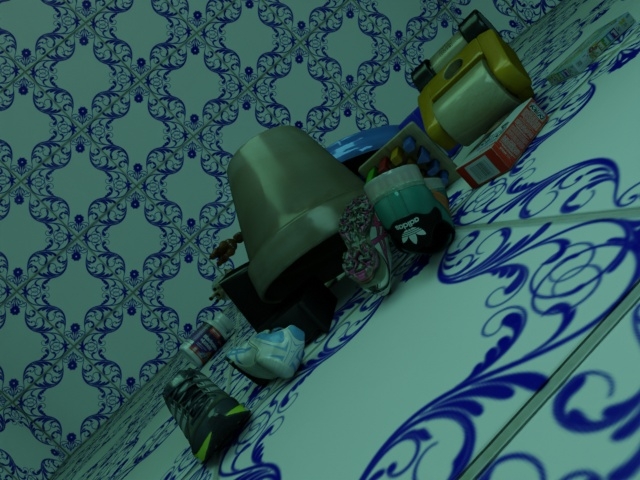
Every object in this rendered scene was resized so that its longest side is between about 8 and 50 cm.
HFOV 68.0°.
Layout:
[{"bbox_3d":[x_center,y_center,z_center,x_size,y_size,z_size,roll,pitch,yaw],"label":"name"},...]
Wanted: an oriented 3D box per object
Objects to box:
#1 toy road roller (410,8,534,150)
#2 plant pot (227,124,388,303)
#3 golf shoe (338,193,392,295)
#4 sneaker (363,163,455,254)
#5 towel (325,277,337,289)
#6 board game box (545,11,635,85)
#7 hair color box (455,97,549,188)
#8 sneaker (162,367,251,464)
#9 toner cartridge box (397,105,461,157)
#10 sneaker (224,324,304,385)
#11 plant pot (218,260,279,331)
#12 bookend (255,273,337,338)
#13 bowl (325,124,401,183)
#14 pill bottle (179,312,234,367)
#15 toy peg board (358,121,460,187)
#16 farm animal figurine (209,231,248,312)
[{"bbox_3d":[0.363,-0.320,1.046,0.202,0.241,0.329,-41,31,36],"label":"toy road roller"},{"bbox_3d":[-0.046,-0.070,0.982,0.323,0.280,0.323,-29,-18,-10],"label":"plant pot"},{"bbox_3d":[0.075,0.006,0.755,0.068,0.086,0.186,-24,43,28],"label":"golf shoe"},{"bbox_3d":[0.153,-0.032,0.747,0.108,0.120,0.302,-25,-9,22],"label":"sneaker"},{"bbox_3d":[0.009,0.114,1.120,0.083,0.009,0.060,-43,6,3],"label":"towel"},{"bbox_3d":[0.564,-0.400,0.998,0.154,0.026,0.103,-43,5,1],"label":"board game box"},{"bbox_3d":[0.322,-0.172,0.841,0.167,0.053,0.093,-45,4,-29],"label":"hair color box"},{"bbox_3d":[-0.208,0.281,0.796,0.111,0.121,0.300,-46,6,-25],"label":"sneaker"},{"bbox_3d":[0.383,-0.376,1.410,0.348,0.165,0.075,-46,6,-36],"label":"toner cartridge box"},{"bbox_3d":[-0.096,0.197,0.823,0.237,0.085,0.086,-26,26,55],"label":"sneaker"},{"bbox_3d":[-0.114,0.116,1.152,0.167,0.188,0.187,-36,5,-2],"label":"plant pot"},{"bbox_3d":[-0.054,0.158,0.892,0.156,0.072,0.157,-41,5,14],"label":"bookend"},{"bbox_3d":[0.150,-0.246,1.510,0.392,0.077,0.391,-15,-12,-3],"label":"bowl"},{"bbox_3d":[-0.414,0.362,1.749,0.193,0.108,0.108,-47,6,-30],"label":"pill bottle"},{"bbox_3d":[0.187,-0.132,1.003,0.161,0.161,0.079,-39,19,33],"label":"toy peg board"},{"bbox_3d":[-0.196,0.110,1.600,0.172,0.331,0.326,-55,-16,-55],"label":"farm animal figurine"}]
